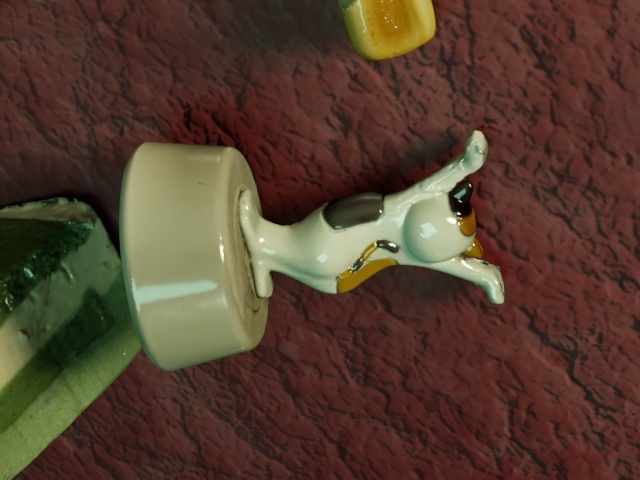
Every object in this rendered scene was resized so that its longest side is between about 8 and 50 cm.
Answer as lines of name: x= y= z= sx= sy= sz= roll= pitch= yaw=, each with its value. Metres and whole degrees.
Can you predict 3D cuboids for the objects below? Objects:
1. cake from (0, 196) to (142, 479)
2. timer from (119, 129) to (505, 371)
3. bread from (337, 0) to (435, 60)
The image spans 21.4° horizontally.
cake: x=-0.248 y=0.097 z=1.358 sx=0.172 sy=0.283 sz=0.158 roll=-18 pitch=118 yaw=15
timer: x=0.000 y=0.000 z=1.266 sx=0.266 sy=0.175 sz=0.175 roll=-6 pitch=124 yaw=9
bread: x=0.038 y=-0.176 z=1.153 sx=0.062 sy=0.049 sz=0.103 roll=-23 pitch=117 yaw=-2
